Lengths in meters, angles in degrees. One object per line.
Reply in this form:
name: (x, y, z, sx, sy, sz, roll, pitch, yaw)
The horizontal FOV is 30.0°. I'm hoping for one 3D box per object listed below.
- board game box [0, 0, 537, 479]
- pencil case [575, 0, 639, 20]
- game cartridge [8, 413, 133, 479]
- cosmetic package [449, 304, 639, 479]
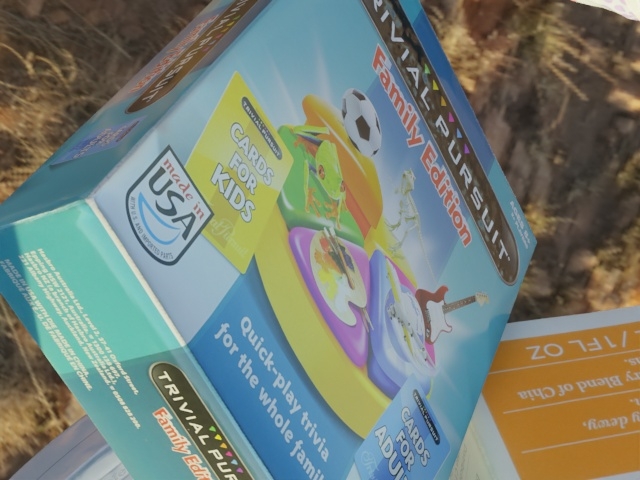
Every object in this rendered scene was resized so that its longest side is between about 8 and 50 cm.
board game box: (0.000, 0.000, 0.636, 0.254, 0.079, 0.336, 60, 35, -22)
pencil case: (0.174, -0.265, 0.943, 0.113, 0.273, 0.124, -14, 126, -48)
game cartridge: (-0.164, 0.226, 1.032, 0.297, 0.062, 0.198, -36, 131, -23)
cosmetic package: (0.224, 0.237, 0.656, 0.230, 0.453, 0.161, -8, 129, -10)
